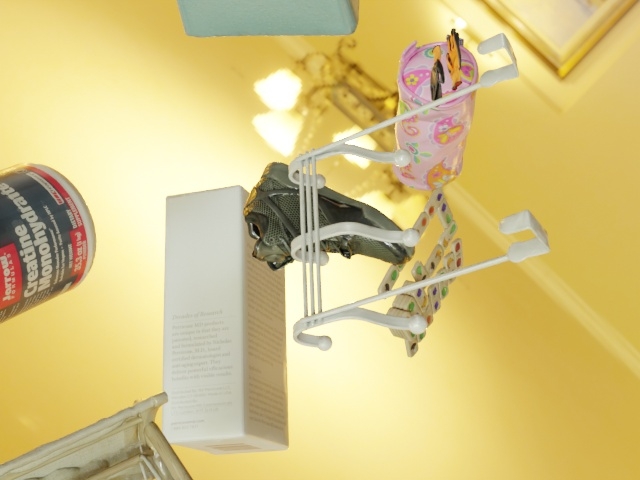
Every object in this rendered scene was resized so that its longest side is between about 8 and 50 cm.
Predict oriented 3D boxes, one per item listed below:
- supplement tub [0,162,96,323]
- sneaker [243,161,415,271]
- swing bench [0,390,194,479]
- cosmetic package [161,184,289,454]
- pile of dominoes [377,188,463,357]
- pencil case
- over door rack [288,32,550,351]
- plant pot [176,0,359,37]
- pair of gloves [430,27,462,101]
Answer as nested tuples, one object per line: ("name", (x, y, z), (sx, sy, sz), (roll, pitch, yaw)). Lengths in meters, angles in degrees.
("supplement tub", (-0.444, 0.018, 1.381), (0.191, 0.191, 0.272), (46, -144, 9))
("sneaker", (0.000, 0.000, 1.336), (0.228, 0.130, 0.087), (26, 157, 14))
("swing bench", (-0.262, 0.353, 1.267), (0.253, 0.165, 0.254), (-20, -107, -32))
("cosmetic package", (-0.172, 0.152, 1.956), (0.230, 0.162, 0.453), (43, -138, -65))
("pile of dominoes", (0.193, 0.062, 1.850), (0.040, 0.251, 0.196), (13, 149, 36))
("pencil case", (0.168, -0.185, 1.602), (0.124, 0.124, 0.284), (50, 167, 21))
("over door rack", (0.104, -0.035, 1.146), (0.108, 0.324, 0.239), (26, -131, -40))
("plant pot", (-0.080, -0.439, 1.400), (0.252, 0.248, 0.247), (68, -155, -67))
("pair of gloves", (0.140, -0.196, 1.204), (0.010, 0.083, 0.074), (3, -106, -15))
